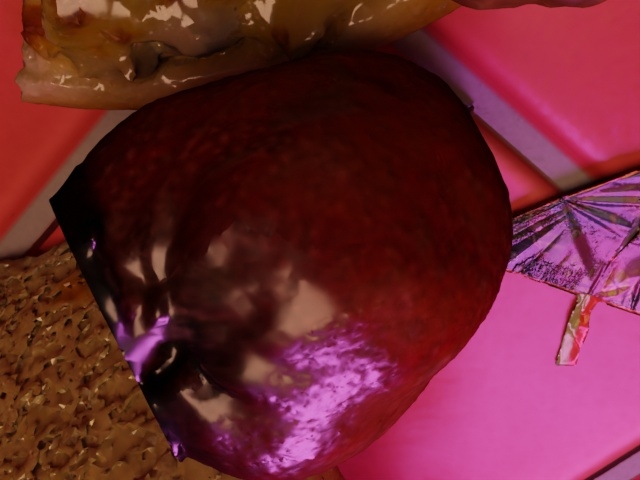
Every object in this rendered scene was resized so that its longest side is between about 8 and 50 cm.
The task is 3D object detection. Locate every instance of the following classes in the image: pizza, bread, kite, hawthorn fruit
[{"bbox_3d":[-0.041,-0.168,0.472,0.323,0.089,0.223,-16,122,18],"label":"pizza"},{"bbox_3d":[-0.084,0.177,0.646,0.248,0.315,0.279,-21,143,23],"label":"bread"},{"bbox_3d":[0.166,0.017,0.605,0.190,0.010,0.159,20,126,-3],"label":"kite"},{"bbox_3d":[0.000,0.000,0.497,0.189,0.251,0.189,27,131,35],"label":"hawthorn fruit"}]

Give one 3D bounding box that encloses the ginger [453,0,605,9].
[{"bbox_3d":[-0.032,-0.153,0.260,0.357,0.152,0.274,20,159,39],"label":"ginger"}]
